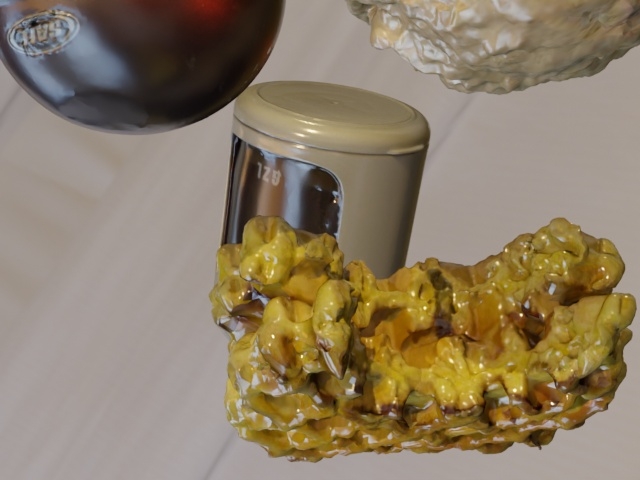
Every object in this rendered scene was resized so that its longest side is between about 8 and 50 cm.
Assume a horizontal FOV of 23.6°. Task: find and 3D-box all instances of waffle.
[{"bbox_3d":[0.075,0.081,1.197,0.261,0.324,0.151,111,159,-60],"label":"waffle"}]

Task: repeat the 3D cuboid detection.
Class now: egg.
[{"bbox_3d":[0.130,-0.237,0.920,0.279,0.279,0.310,-11,42,49],"label":"egg"}]

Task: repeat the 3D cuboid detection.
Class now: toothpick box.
[{"bbox_3d":[0.000,0.000,1.651,0.229,0.229,0.316,-137,51,-59],"label":"toothpick box"}]

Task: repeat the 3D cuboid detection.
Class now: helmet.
[{"bbox_3d":[-0.121,-0.167,1.017,0.189,0.193,0.216,-10,14,34],"label":"helmet"}]
